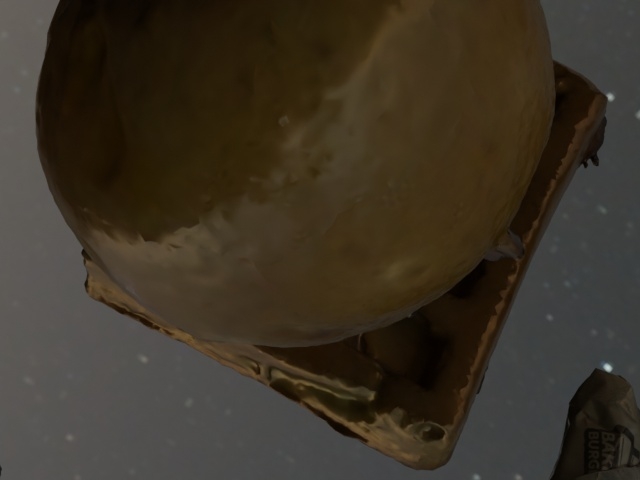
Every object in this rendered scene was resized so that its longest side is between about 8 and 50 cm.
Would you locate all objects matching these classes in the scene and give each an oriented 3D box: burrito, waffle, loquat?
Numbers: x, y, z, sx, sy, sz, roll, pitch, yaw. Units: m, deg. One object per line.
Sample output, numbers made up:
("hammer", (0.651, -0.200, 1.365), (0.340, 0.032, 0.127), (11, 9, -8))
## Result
("burrito", (0.148, 0.160, 0.872), (0.064, 0.064, 0.203), (-16, -146, 44))
("waffle", (0.033, -0.039, 1.138), (0.348, 0.304, 0.077), (-62, 173, -23))
("loquat", (-0.006, -0.058, 0.675), (0.244, 0.244, 0.244), (-33, -145, 27))

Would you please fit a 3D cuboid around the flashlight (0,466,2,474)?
("flashlight", (-0.275, 0.143, 1.099), (0.051, 0.129, 0.051), (-18, -137, 18))
